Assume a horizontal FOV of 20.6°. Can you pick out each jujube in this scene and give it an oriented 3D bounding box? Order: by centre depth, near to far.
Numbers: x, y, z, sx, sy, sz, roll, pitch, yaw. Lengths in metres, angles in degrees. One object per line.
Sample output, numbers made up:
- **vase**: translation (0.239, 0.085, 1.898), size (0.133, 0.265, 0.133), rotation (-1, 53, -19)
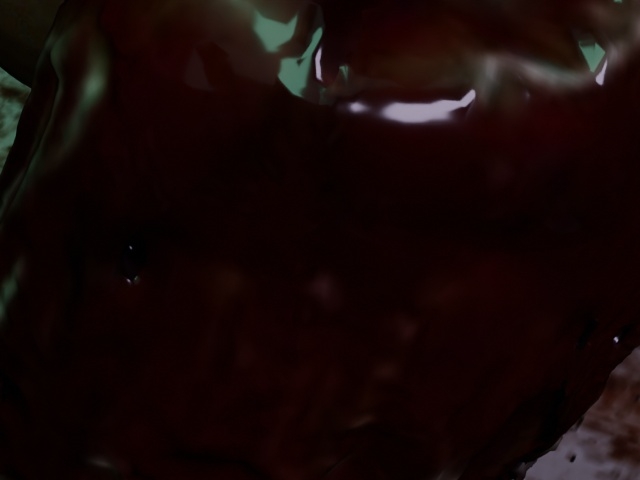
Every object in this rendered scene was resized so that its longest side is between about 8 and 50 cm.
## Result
- **jujube**: translation (0.000, 0.000, 0.678), size (0.377, 0.258, 0.258), rotation (-65, 34, 33)

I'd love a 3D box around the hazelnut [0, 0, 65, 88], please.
- **hazelnut**: translation (-0.123, -0.179, 1.010), size (0.181, 0.181, 0.212), rotation (-11, 49, 23)
